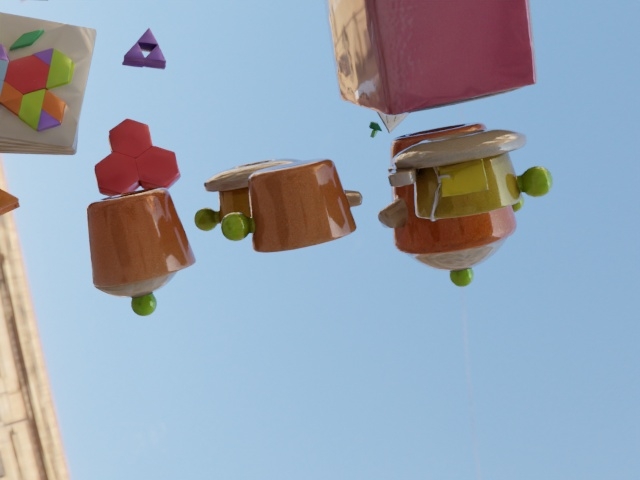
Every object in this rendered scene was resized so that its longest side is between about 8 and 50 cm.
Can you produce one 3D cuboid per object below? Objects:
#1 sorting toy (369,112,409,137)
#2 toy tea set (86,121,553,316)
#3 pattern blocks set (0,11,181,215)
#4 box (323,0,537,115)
[{"bbox_3d":[0.085,-0.174,1.108,0.012,0.083,0.062,5,-47,51],"label":"sorting toy"},{"bbox_3d":[0.000,0.000,0.618,0.336,0.200,0.124,-9,-81,14],"label":"toy tea set"},{"bbox_3d":[-0.310,-0.151,0.799,0.026,0.325,0.285,118,-37,-67],"label":"pattern blocks set"},{"bbox_3d":[0.072,-0.228,0.657,0.148,0.127,0.232,-135,-147,-70],"label":"box"}]
